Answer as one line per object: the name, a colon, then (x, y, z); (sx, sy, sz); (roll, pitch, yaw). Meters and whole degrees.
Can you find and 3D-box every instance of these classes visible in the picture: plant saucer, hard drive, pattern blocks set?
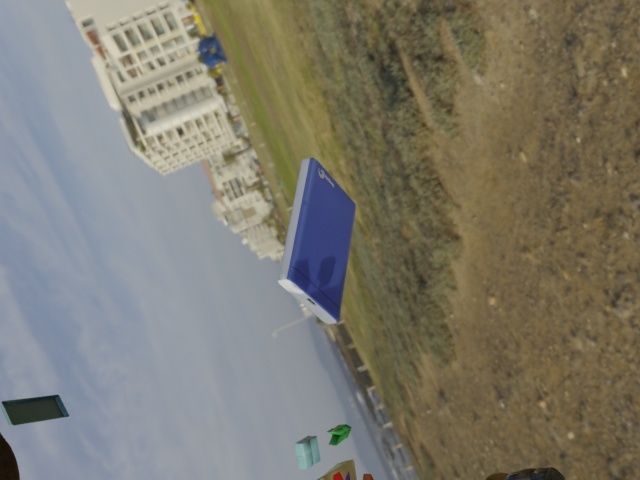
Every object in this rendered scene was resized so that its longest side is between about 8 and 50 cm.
plant saucer: (-0.693, 0.414, 1.755); (0.067, 0.018, 0.192); (55, -167, 18)
hard drive: (0.000, 0.000, 1.637); (0.210, 0.040, 0.318); (45, -136, -44)
pattern blocks set: (0.027, 0.493, 1.268); (0.285, 0.026, 0.324); (11, -108, -57)

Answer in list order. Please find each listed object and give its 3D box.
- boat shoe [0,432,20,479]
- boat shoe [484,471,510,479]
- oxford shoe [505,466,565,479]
boat shoe: (-0.607, 0.368, 1.252); (0.285, 0.089, 0.104); (63, -167, 19)
boat shoe: (0.407, 0.637, 1.653); (0.277, 0.098, 0.096); (-38, -50, -63)
oxford shoe: (0.378, 0.445, 1.205); (0.227, 0.096, 0.082); (53, -134, -27)
